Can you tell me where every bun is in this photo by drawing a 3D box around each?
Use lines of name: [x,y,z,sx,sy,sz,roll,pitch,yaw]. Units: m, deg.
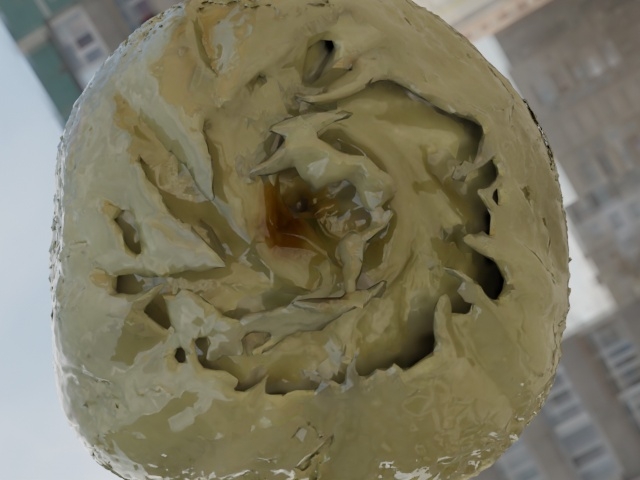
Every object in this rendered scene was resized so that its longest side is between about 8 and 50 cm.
bun: [0.000,0.000,0.836,0.259,0.259,0.152,62,167,6]
